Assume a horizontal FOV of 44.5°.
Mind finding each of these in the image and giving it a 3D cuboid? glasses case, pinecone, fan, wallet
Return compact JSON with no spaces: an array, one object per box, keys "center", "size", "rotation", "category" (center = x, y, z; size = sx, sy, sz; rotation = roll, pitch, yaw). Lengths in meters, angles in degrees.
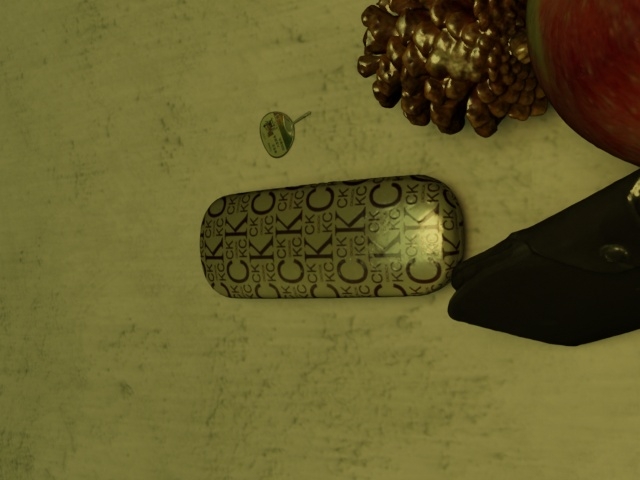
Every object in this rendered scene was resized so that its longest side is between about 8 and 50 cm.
[{"center":[0.000,0.000,0.929],"size":[0.355,0.085,0.137],"rotation":[-4,89,33],"category":"glasses case"},{"center":[0.130,-0.201,0.790],"size":[0.212,0.169,0.185],"rotation":[12,99,33],"category":"pinecone"},{"center":[-0.052,-0.148,1.009],"size":[0.060,0.003,0.080],"rotation":[43,113,24],"category":"fan"},{"center":[0.274,0.007,0.618],"size":[0.377,0.197,0.051],"rotation":[-36,43,53],"category":"wallet"}]

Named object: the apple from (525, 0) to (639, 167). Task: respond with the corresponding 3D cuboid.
[{"center":[0.319,-0.203,0.580],"size":[0.269,0.345,0.344],"rotation":[16,103,-11],"category":"apple"}]
